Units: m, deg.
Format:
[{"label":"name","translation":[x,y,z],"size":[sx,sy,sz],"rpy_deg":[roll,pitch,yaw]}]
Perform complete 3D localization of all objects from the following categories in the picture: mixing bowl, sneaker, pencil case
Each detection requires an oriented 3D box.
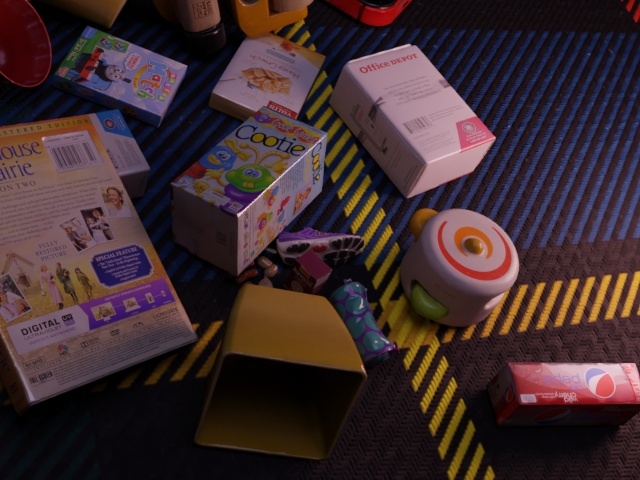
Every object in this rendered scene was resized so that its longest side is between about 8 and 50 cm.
[{"label":"mixing bowl","translation":[-0.585,-0.352,1.681],"size":[0.098,0.181,0.181],"rpy_deg":[-13,46,25]},{"label":"sneaker","translation":[0.000,0.000,1.686],"size":[0.170,0.068,0.071],"rpy_deg":[2,39,-25]},{"label":"pencil case","translation":[0.072,0.143,1.601],"size":[0.070,0.064,0.152],"rpy_deg":[-23,63,-6]}]

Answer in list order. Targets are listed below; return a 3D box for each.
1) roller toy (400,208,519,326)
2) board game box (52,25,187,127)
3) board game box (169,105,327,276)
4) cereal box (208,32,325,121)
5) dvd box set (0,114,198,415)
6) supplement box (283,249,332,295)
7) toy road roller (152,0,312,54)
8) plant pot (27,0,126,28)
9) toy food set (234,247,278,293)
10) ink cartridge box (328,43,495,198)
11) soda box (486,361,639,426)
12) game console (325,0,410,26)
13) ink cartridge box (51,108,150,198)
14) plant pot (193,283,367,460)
[{"label":"roller toy","translation":[0.254,0.043,1.694],"size":[0.191,0.146,0.209],"rpy_deg":[7,51,-17]},{"label":"board game box","translation":[-0.383,-0.317,1.795],"size":[0.211,0.039,0.160],"rpy_deg":[22,49,-6]},{"label":"board game box","translation":[-0.123,-0.093,1.638],"size":[0.142,0.144,0.275],"rpy_deg":[26,47,20]},{"label":"cereal box","translation":[-0.105,-0.326,1.903],"size":[0.173,0.047,0.240],"rpy_deg":[23,49,-2]},{"label":"dvd box set","translation":[-0.400,0.019,1.406],"size":[0.307,0.062,0.420],"rpy_deg":[-19,78,-47]},{"label":"supplement box","translation":[-0.022,0.065,1.611],"size":[0.055,0.083,0.043],"rpy_deg":[44,51,16]},{"label":"toy road roller","translation":[-0.195,-0.557,1.923],"size":[0.329,0.202,0.240],"rpy_deg":[-21,48,-14]},{"label":"plant pot","translation":[-0.475,-0.547,1.818],"size":[0.239,0.254,0.254],"rpy_deg":[32,47,-16]},{"label":"toy food set","translation":[-0.116,0.063,1.620],"size":[0.078,0.019,0.122],"rpy_deg":[18,54,-7]},{"label":"ink cartridge box","translation":[0.185,-0.250,1.912],"size":[0.207,0.117,0.283],"rpy_deg":[-22,65,-33]},{"label":"soda box","translation":[0.431,0.269,1.624],"size":[0.263,0.092,0.083],"rpy_deg":[3,53,-18]},{"label":"game console","translation":[0.086,-0.683,2.258],"size":[0.342,0.060,0.386],"rpy_deg":[29,48,9]},{"label":"ink cartridge box","translation":[-0.420,-0.133,1.607],"size":[0.203,0.086,0.148],"rpy_deg":[-16,62,-30]},{"label":"plant pot","translation":[-0.068,0.188,1.431],"size":[0.212,0.212,0.187],"rpy_deg":[10,39,-14]}]
